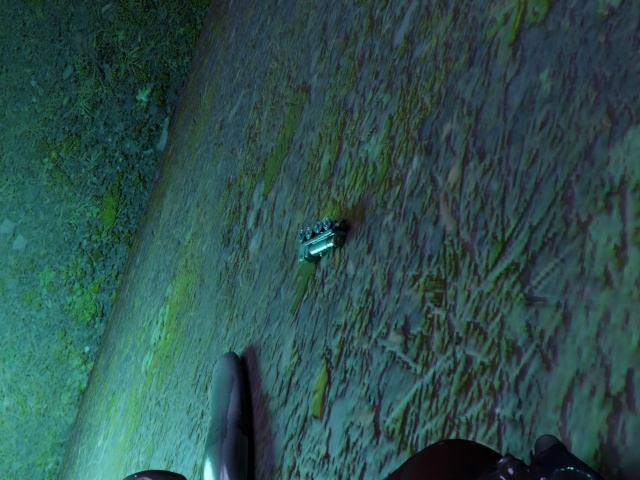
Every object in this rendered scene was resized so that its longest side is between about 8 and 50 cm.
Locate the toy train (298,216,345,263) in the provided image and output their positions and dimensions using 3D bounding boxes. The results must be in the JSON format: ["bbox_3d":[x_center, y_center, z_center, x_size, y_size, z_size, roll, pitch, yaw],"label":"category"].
[{"bbox_3d":[0.000,0.000,0.712,0.092,0.029,0.045,-25,58,56],"label":"toy train"}]

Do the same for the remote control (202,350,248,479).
[{"bbox_3d":[-0.132,0.258,0.776,0.097,0.045,0.256,-57,25,26],"label":"remote control"}]

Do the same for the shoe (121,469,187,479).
[{"bbox_3d":[-0.283,0.473,0.843,0.137,0.114,0.290,-125,56,-67],"label":"shoe"}]

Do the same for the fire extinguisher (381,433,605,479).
[{"bbox_3d":[0.048,0.206,0.338,0.102,0.138,0.344,46,125,13],"label":"fire extinguisher"}]
